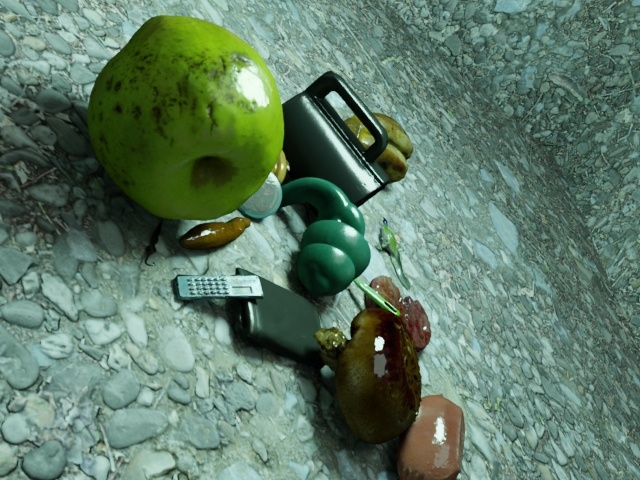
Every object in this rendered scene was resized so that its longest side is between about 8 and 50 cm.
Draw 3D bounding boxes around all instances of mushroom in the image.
[{"bbox_3d":[0.113,0.266,1.568,0.278,0.163,0.297,51,29,-24],"label":"mushroom"}]

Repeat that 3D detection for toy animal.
[{"bbox_3d":[0.191,0.032,2.095,0.075,0.041,0.217,16,50,-49],"label":"toy animal"}]

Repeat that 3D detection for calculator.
[{"bbox_3d":[-0.191,0.087,1.452,0.171,0.018,0.057,3,53,-28],"label":"calculator"}]

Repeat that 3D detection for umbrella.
[{"bbox_3d":[-0.313,0.000,1.439,0.022,0.022,0.149,15,34,-14],"label":"umbrella"}]

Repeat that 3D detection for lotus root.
[{"bbox_3d":[0.160,-0.281,2.257,0.290,0.193,0.193,19,43,-45],"label":"lotus root"}]

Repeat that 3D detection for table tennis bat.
[{"bbox_3d":[-0.176,-0.127,1.726,0.201,0.033,0.124,29,66,-22],"label":"table tennis bat"}]

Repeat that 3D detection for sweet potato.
[{"bbox_3d":[-0.207,-0.014,1.567,0.057,0.057,0.264,57,25,9],"label":"sweet potato"}]

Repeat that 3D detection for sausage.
[{"bbox_3d":[0.235,0.428,1.617,0.148,0.148,0.254,41,33,-19],"label":"sausage"}]

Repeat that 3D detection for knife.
[{"bbox_3d":[0.113,0.113,1.847,0.212,0.015,0.054,40,34,19],"label":"knife"}]

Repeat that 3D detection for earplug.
[{"bbox_3d":[-0.001,-0.006,1.745,0.257,0.164,0.280,34,44,-17],"label":"earplug"}]

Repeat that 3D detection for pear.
[{"bbox_3d":[-0.256,-0.235,1.446,0.391,0.391,0.391,35,33,-27],"label":"pear"}]

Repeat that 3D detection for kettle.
[{"bbox_3d":[0.015,-0.218,1.892,0.203,0.262,0.308,-34,87,-25],"label":"kettle"}]

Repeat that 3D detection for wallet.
[{"bbox_3d":[-0.081,0.162,1.560,0.245,0.052,0.169,30,36,-41],"label":"wallet"}]

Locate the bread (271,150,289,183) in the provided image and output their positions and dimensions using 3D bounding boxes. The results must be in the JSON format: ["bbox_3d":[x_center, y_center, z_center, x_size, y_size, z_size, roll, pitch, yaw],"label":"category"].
[{"bbox_3d":[-0.152,-0.191,1.812,0.177,0.084,0.119,21,41,-37],"label":"bread"}]

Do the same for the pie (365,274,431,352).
[{"bbox_3d":[0.194,0.186,1.915,0.219,0.054,0.204,45,30,-16],"label":"pie"}]
